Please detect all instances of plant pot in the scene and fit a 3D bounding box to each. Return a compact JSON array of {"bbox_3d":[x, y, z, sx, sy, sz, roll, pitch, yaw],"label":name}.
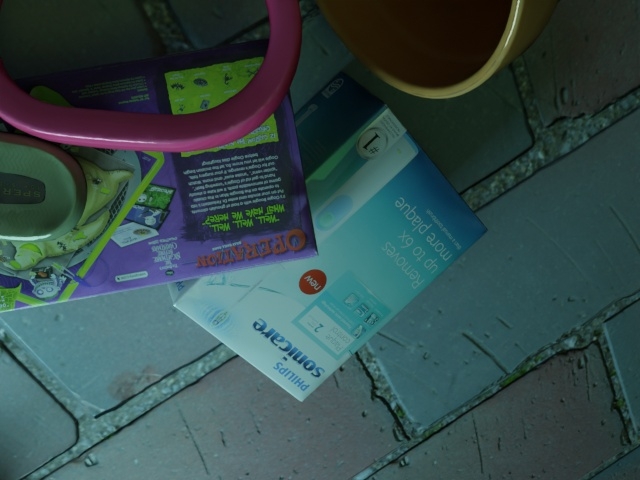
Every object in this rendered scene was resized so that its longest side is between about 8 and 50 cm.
[{"bbox_3d":[0.131,-0.300,0.680,0.203,0.291,0.291,-32,126,-23],"label":"plant pot"}]

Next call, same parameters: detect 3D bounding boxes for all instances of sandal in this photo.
[{"bbox_3d":[-0.351,-0.047,0.638,0.302,0.086,0.120,-1,107,-7],"label":"sandal"}]

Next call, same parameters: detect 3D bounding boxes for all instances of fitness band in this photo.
[{"bbox_3d":[-0.160,-0.181,0.656,0.290,0.054,0.209,4,85,0],"label":"fitness band"}]

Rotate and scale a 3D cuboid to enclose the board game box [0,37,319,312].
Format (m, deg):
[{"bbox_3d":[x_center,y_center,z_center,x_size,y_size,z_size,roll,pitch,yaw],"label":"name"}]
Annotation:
[{"bbox_3d":[-0.188,-0.056,0.720,0.346,0.056,0.208,-10,97,-2],"label":"board game box"}]

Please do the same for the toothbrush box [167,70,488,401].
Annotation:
[{"bbox_3d":[0.000,0.000,0.866,0.295,0.126,0.216,-42,124,5],"label":"toothbrush box"}]
